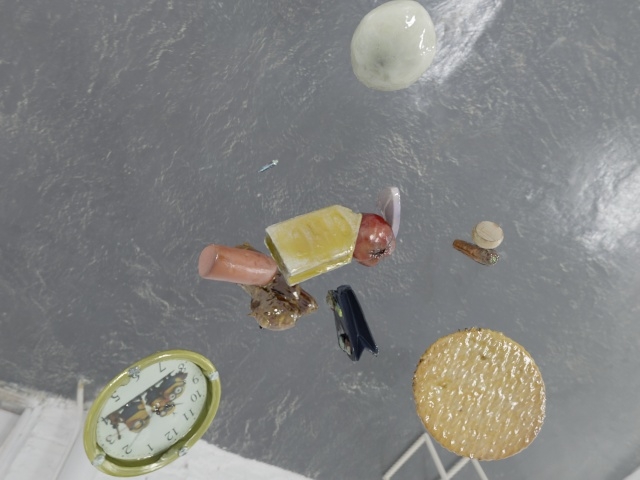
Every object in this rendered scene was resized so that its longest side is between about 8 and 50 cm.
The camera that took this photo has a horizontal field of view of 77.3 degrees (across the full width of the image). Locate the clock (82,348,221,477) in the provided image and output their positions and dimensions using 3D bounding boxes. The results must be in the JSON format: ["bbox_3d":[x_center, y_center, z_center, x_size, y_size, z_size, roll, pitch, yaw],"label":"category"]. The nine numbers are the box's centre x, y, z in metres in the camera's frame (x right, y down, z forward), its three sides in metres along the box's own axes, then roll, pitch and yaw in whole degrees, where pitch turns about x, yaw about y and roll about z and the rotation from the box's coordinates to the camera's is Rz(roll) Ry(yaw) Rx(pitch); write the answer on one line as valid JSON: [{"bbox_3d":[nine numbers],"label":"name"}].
[{"bbox_3d":[-0.292,0.294,0.706,0.237,0.057,0.236,-15,113,-39],"label":"clock"}]

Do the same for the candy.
[{"bbox_3d":[0.233,-0.624,1.312,0.296,0.185,0.295,13,132,14],"label":"candy"}]

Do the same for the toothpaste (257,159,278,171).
[{"bbox_3d":[-0.172,-0.242,1.312,0.083,0.027,0.019,-24,90,28],"label":"toothpaste"}]

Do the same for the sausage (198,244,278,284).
[{"bbox_3d":[-0.243,0.081,1.236,0.259,0.113,0.113,16,115,-48],"label":"sausage"}]

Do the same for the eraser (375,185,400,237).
[{"bbox_3d":[0.249,-0.123,1.502,0.059,0.204,0.243,-8,157,-3],"label":"eraser"}]

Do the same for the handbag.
[{"bbox_3d":[0.121,0.359,1.792,0.122,0.303,0.328,-19,89,-10],"label":"handbag"}]

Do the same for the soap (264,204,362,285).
[{"bbox_3d":[0.000,0.000,1.057,0.258,0.160,0.080,-21,152,-21],"label":"soap"}]

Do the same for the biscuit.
[{"bbox_3d":[0.311,0.302,0.796,0.254,0.035,0.253,-3,76,13],"label":"biscuit"}]

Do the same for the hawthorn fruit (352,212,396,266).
[{"bbox_3d":[0.166,-0.016,1.441,0.185,0.202,0.185,-20,142,-16],"label":"hawthorn fruit"}]

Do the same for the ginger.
[{"bbox_3d":[-0.225,0.183,1.537,0.418,0.254,0.176,42,133,9],"label":"ginger"}]

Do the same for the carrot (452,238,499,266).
[{"bbox_3d":[0.482,0.034,1.256,0.055,0.161,0.055,-11,113,-26],"label":"carrot"}]

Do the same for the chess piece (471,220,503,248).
[{"bbox_3d":[0.465,-0.016,1.118,0.084,0.083,0.038,-9,140,-6],"label":"chess piece"}]
